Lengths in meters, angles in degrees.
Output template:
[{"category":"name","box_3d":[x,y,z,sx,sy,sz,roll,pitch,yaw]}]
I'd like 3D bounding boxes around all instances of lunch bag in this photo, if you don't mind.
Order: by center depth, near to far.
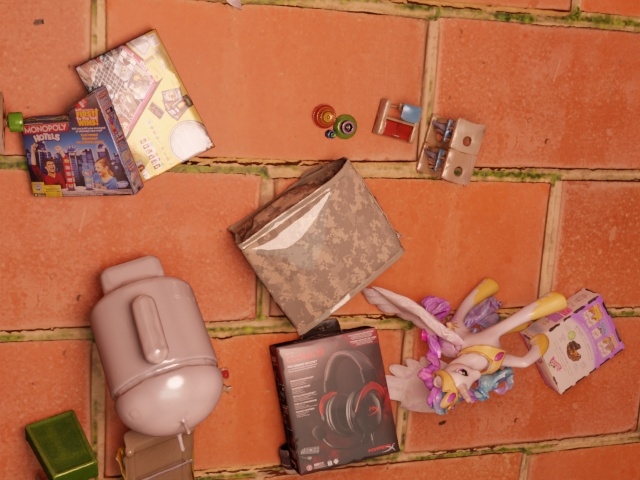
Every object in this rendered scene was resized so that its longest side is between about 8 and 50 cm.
[{"category":"lunch bag","box_3d":[0.000,0.000,1.601,0.287,0.169,0.235,-34,109,-3]}]

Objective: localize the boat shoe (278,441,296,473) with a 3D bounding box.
[{"category":"boat shoe","box_3d":[0.006,0.433,1.748,0.206,0.075,0.065,-25,111,-6]}]

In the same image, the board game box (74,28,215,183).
[{"category":"board game box","box_3d":[-0.327,-0.249,1.511,0.165,0.042,0.243,-28,109,-10]}]

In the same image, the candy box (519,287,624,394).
[{"category":"candy box","box_3d":[0.589,0.234,1.887,0.196,0.070,0.164,-33,110,-9]}]

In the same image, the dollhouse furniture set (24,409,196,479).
[{"category":"dollhouse furniture set","box_3d":[-0.414,0.439,1.624,0.302,0.151,0.197,-15,128,-31]}]

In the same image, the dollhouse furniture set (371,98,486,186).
[{"category":"dollhouse furniture set","box_3d":[0.211,-0.199,1.642,0.184,0.129,0.129,12,98,-20]}]

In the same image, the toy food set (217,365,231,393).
[{"category":"toy food set","box_3d":[-0.239,0.281,1.666,0.122,0.019,0.078,6,100,-18]}]

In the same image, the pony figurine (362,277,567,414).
[{"category":"pony figurine","box_3d":[0.279,0.210,1.674,0.363,0.351,0.302,-29,114,-29]}]

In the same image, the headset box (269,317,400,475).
[{"category":"headset box","box_3d":[0.024,0.311,1.674,0.218,0.110,0.293,-9,87,-13]}]

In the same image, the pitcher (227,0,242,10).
[{"category":"pitcher","box_3d":[-0.150,-0.555,1.467,0.178,0.125,0.207,39,100,-6]}]

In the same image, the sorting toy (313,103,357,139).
[{"category":"sorting toy","box_3d":[0.032,-0.233,1.626,0.102,0.042,0.061,21,95,-21]}]

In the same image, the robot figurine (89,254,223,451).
[{"category":"robot figurine","box_3d":[-0.301,0.206,1.484,0.200,0.300,0.353,-19,68,-10]}]

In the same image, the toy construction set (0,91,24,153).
[{"category":"toy construction set","box_3d":[-0.605,-0.225,1.298,0.237,0.309,0.257,4,109,-18]}]

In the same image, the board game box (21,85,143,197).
[{"category":"board game box","box_3d":[-0.433,-0.179,1.460,0.194,0.060,0.194,0,111,5]}]
